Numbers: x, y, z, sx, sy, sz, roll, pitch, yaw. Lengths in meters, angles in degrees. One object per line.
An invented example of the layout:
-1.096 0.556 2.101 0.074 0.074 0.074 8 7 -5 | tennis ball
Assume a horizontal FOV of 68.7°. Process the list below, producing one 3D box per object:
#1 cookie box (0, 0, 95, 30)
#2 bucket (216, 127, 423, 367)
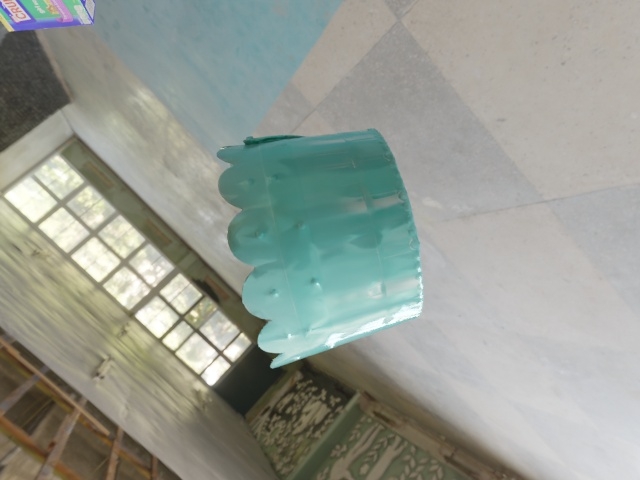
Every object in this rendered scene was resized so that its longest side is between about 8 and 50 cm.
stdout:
-0.343 -0.302 0.558 0.091 0.107 0.040 89 176 -68 | cookie box
0.000 0.000 0.574 0.281 0.183 0.280 167 90 -87 | bucket
